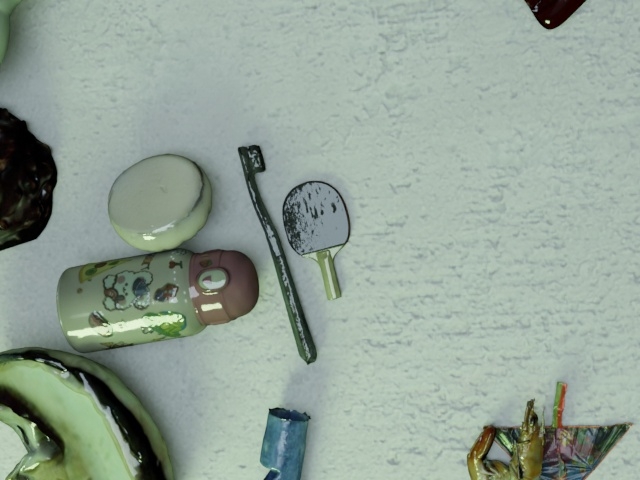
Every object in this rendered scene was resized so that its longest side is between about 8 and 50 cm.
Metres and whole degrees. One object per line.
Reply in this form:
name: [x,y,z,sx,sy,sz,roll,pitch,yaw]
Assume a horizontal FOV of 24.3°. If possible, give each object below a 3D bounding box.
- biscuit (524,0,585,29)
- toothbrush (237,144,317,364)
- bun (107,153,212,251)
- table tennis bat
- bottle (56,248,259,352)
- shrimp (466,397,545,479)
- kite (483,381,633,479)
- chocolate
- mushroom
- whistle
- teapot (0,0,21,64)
biscuit: [0.258,-0.363,1.752,0.151,0.235,0.063,-47,47,11]
toothbrush: [-0.053,0.018,1.931,0.031,0.030,0.297,-16,91,3]
bun: [-0.201,-0.037,1.924,0.138,0.094,0.138,-8,51,10]
table tennis bat: [0.000,0.000,1.925,0.087,0.013,0.156,-12,92,12]
bottle: [-0.205,0.071,1.922,0.253,0.120,0.120,-11,93,13]
shrimp: [0.238,0.266,1.886,0.095,0.045,0.162,21,112,34]
kite: [0.302,0.257,1.887,0.190,0.010,0.159,-4,94,12]
chocolate: [-0.478,-0.078,1.939,0.224,0.177,0.206,-17,92,12]
mushroom: [-0.319,0.284,1.972,0.247,0.130,0.344,-43,84,29]
whistle: [-0.064,0.373,1.951,0.062,0.062,0.304,11,98,11]
teapot: [-0.439,-0.291,1.921,0.318,0.149,0.220,-1,87,14]
